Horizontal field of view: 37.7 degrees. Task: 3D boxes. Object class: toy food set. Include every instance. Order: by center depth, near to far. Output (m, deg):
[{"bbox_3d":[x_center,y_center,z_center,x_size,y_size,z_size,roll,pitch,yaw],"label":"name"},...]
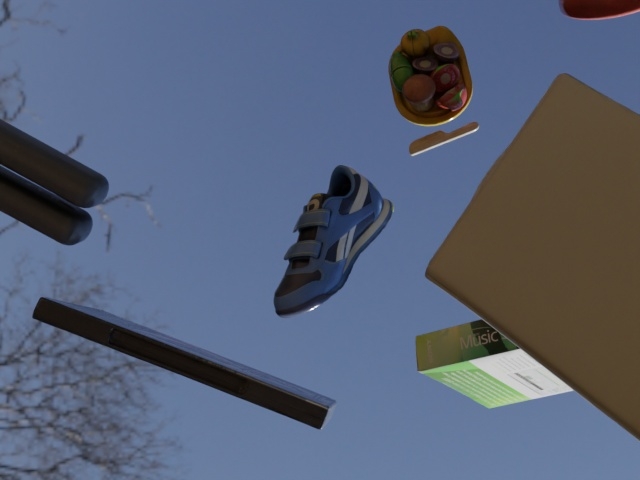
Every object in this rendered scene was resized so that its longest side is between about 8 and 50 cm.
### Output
[{"bbox_3d":[0.171,-0.255,1.466,0.128,0.071,0.218,-15,-116,10],"label":"toy food set"}]

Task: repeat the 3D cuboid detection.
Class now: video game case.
[{"bbox_3d":[-0.118,0.119,0.905,0.196,0.274,0.026,70,40,-81],"label":"video game case"}]

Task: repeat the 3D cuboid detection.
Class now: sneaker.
[{"bbox_3d":[0.000,0.000,0.734,0.053,0.059,0.144,-8,-142,46],"label":"sneaker"}]

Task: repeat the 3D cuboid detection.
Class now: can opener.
[{"bbox_3d":[-0.311,-0.090,0.825,0.280,0.093,0.074,28,-75,9],"label":"can opener"}]

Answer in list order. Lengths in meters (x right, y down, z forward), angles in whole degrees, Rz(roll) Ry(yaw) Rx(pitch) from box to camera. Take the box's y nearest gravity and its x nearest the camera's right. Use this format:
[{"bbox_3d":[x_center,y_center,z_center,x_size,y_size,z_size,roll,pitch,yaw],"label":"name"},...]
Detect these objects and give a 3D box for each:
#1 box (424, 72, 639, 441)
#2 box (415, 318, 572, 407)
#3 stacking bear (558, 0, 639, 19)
[{"bbox_3d":[0.184,0.052,0.370,0.275,0.094,0.113,41,-78,32],"label":"box"},{"bbox_3d":[0.318,0.143,1.235,0.322,0.232,0.058,-19,-120,26],"label":"box"},{"bbox_3d":[0.348,-0.436,1.144,0.175,0.289,0.164,-23,-157,7],"label":"stacking bear"}]
